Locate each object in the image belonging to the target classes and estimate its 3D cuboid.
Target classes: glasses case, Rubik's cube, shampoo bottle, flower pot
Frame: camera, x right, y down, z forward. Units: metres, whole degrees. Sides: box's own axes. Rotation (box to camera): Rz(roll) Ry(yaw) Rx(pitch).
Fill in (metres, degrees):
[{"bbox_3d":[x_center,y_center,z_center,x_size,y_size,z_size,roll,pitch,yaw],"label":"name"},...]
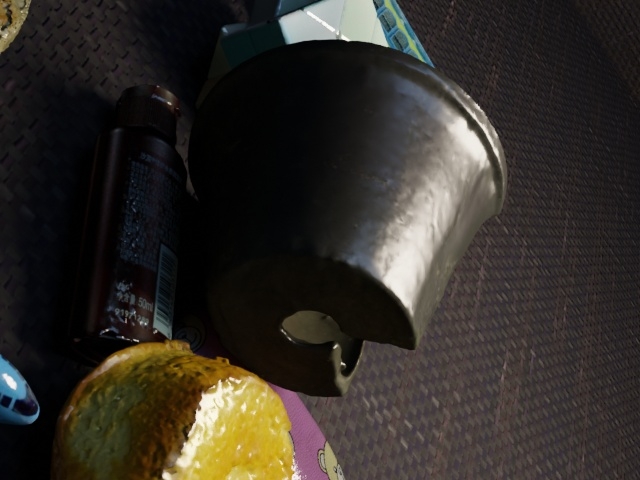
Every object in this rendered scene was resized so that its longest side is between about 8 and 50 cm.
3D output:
[{"bbox_3d":[-0.069,0.212,1.041,0.316,0.076,0.123,57,33,-11],"label":"glasses case"},{"bbox_3d":[-0.044,-0.221,1.215,0.224,0.213,0.265,-31,108,-40],"label":"Rubik's cube"},{"bbox_3d":[-0.203,-0.022,0.995,0.129,0.084,0.323,33,46,-46],"label":"shampoo bottle"},{"bbox_3d":[0.000,0.000,0.990,0.379,0.379,0.251,45,40,-28],"label":"flower pot"}]

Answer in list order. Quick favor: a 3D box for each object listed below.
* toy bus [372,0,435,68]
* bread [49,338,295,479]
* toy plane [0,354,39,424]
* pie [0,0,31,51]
[{"bbox_3d":[0.071,-0.247,1.411,0.312,0.152,0.190,56,38,-15],"label":"toy bus"},{"bbox_3d":[-0.133,0.231,0.858,0.268,0.146,0.268,-9,101,-54],"label":"bread"},{"bbox_3d":[-0.346,0.073,0.739,0.271,0.105,0.254,48,41,-26],"label":"toy plane"},{"bbox_3d":[-0.411,-0.287,0.898,0.274,0.055,0.274,22,57,-39],"label":"pie"}]
